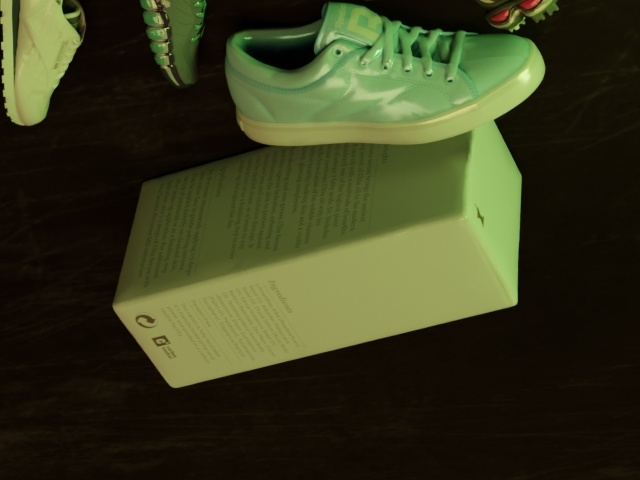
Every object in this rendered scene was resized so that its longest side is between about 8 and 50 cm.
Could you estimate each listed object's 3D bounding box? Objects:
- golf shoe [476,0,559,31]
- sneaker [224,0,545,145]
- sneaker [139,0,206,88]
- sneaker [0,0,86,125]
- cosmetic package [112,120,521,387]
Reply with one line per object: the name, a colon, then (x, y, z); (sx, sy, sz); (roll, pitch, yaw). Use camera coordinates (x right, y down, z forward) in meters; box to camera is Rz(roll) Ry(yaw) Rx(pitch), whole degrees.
golf shoe: (0.267, -0.324, 1.990); (0.273, 0.105, 0.120); (-27, 115, 27)
sneaker: (0.062, -0.198, 2.114); (0.365, 0.135, 0.150); (-8, 135, 14)
sneaker: (-0.149, -0.266, 2.117); (0.098, 0.083, 0.224); (-8, 131, 9)
sneaker: (-0.319, -0.225, 2.181); (0.094, 0.090, 0.235); (1, 136, -6)
cosmetic package: (0.000, 0.000, 2.247); (0.453, 0.230, 0.161); (-15, 130, 22)
